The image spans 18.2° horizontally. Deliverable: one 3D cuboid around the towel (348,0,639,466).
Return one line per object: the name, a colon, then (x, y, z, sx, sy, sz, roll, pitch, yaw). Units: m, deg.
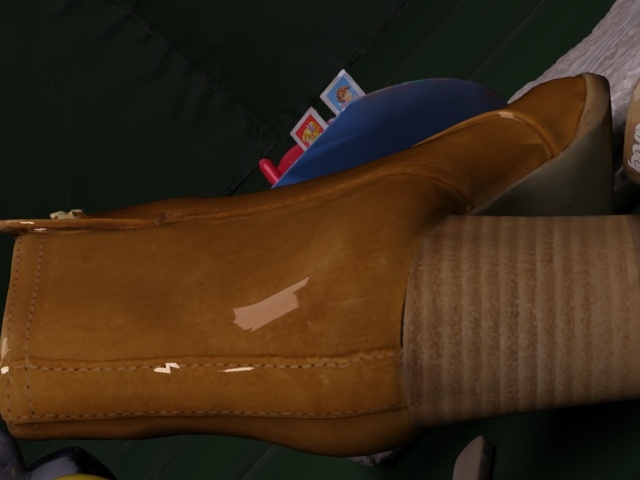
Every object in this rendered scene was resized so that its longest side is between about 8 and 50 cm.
towel: (0.093, -0.019, 0.938, 0.282, 0.049, 0.187, -48, 6, 0)

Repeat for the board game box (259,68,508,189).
board game box: (0.005, -0.012, 0.822, 0.168, 0.033, 0.133, -47, -32, 18)

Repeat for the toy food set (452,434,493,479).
toy food set: (-0.014, 0.143, 0.741, 0.192, 0.038, 0.132, -46, 7, 17)

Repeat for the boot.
boot: (0.000, 0.001, 0.700, 0.295, 0.211, 0.104, -74, -19, -78)

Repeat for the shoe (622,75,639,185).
shoe: (0.176, -0.081, 0.764, 0.219, 0.058, 0.076, -52, -37, -46)

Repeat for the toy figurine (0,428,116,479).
toy figurine: (-0.143, 0.160, 0.618, 0.148, 0.213, 0.209, 174, 100, -88)
